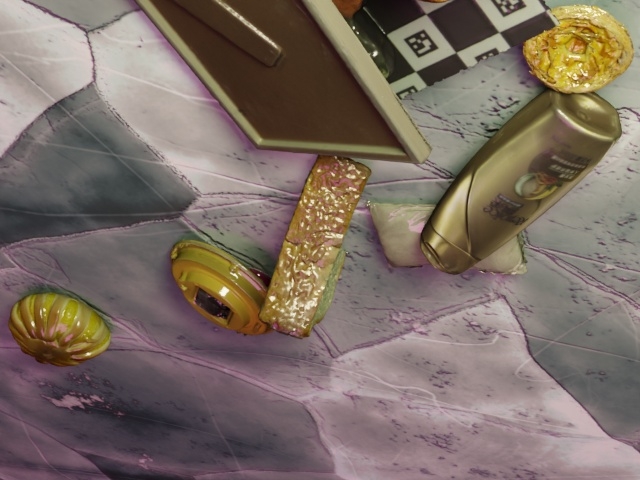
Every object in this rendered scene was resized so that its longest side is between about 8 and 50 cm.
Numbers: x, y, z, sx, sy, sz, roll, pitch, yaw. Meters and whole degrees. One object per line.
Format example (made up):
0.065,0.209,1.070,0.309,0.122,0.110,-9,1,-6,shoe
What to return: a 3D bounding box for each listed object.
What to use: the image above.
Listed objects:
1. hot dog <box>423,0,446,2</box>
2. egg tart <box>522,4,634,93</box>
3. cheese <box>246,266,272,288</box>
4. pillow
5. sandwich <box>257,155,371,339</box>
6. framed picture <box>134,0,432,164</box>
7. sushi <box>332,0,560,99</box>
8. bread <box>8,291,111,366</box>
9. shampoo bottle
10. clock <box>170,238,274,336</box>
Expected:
0.177,-0.350,1.006,0.259,0.114,0.175,-26,120,12,hot dog
0.301,-0.229,1.190,0.129,0.049,0.129,10,140,9,egg tart
-0.135,0.067,1.793,0.145,0.038,0.095,31,142,-9,cheese
0.192,-0.003,1.553,0.230,0.050,0.148,0,134,21,pillow
-0.005,-0.002,1.577,0.100,0.288,0.254,21,-170,5,sandwich
-0.091,-0.257,1.233,0.326,0.028,0.446,10,148,46,framed picture
0.030,-0.291,1.163,0.343,0.064,0.359,-19,125,41,sushi
-0.536,0.187,2.071,0.213,0.104,0.213,13,144,10,bread
0.250,-0.071,1.372,0.125,0.084,0.350,24,139,-16,shampoo bottle
-0.177,0.096,1.780,0.237,0.057,0.237,27,151,16,clock
